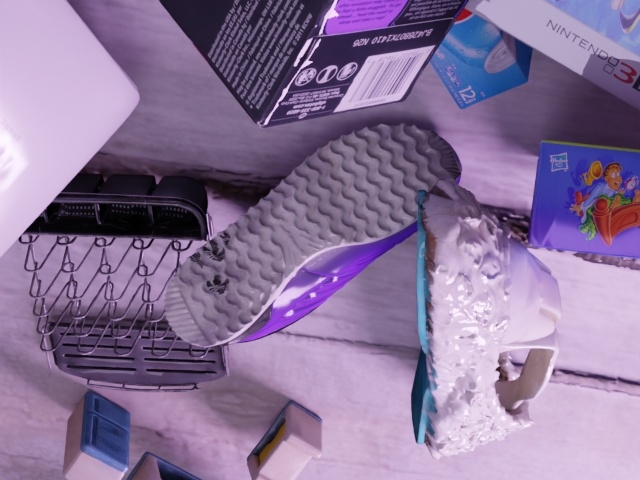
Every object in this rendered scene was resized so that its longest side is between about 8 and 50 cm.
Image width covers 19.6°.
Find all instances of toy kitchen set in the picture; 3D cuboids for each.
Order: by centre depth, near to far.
[{"bbox_3d":[-0.128,0.195,1.869,0.207,0.122,0.166,31,106,-17],"label":"toy kitchen set"}]

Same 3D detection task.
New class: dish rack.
[{"bbox_3d":[-0.192,0.051,1.771,0.208,0.074,0.271,3,128,10],"label":"dish rack"}]

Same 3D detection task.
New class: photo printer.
[{"bbox_3d":[-0.319,-0.090,1.520,0.107,0.307,0.256,35,168,36],"label":"photo printer"}]

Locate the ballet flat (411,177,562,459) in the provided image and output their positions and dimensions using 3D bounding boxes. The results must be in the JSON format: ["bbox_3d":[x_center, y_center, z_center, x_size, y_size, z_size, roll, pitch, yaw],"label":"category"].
[{"bbox_3d":[0.147,0.070,1.640,0.147,0.147,0.409,7,152,6],"label":"ballet flat"}]

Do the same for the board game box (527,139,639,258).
[{"bbox_3d":[0.283,-0.021,1.460,0.233,0.347,0.078,7,91,6],"label":"board game box"}]

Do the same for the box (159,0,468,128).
[{"bbox_3d":[-0.035,-0.234,1.378,0.270,0.165,0.143,53,132,24],"label":"box"}]

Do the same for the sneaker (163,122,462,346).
[{"bbox_3d":[-0.001,-0.001,1.680,0.293,0.146,0.102,-32,74,5],"label":"sneaker"}]

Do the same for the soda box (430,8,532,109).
[{"bbox_3d":[0.096,-0.214,1.508,0.067,0.071,0.210,-22,120,26],"label":"soda box"}]

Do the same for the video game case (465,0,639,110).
[{"bbox_3d":[0.277,-0.232,1.389,0.244,0.061,0.269,30,112,3],"label":"video game case"}]
